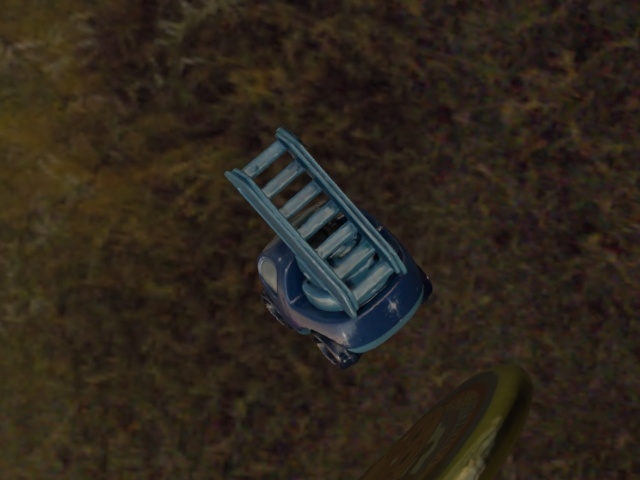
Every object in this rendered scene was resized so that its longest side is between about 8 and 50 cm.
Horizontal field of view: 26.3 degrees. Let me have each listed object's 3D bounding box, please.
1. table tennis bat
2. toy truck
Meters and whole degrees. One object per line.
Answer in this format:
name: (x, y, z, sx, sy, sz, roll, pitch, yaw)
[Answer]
table tennis bat: (-0.003, 0.206, 0.846, 0.368, 0.054, 0.224, -47, 2, 18)
toy truck: (0.000, 0.000, 0.543, 0.056, 0.090, 0.073, -41, 45, -13)
